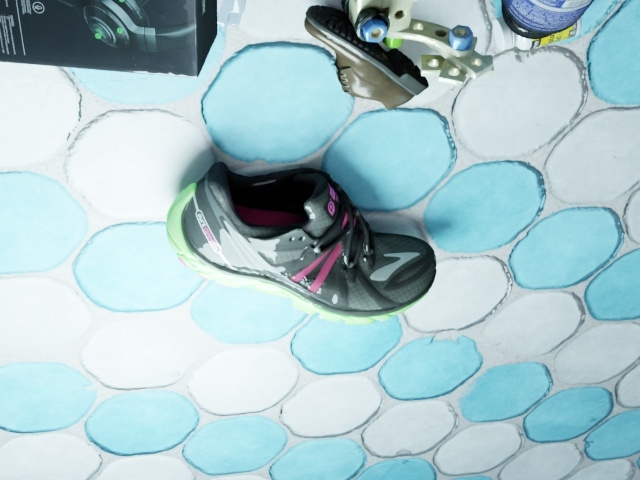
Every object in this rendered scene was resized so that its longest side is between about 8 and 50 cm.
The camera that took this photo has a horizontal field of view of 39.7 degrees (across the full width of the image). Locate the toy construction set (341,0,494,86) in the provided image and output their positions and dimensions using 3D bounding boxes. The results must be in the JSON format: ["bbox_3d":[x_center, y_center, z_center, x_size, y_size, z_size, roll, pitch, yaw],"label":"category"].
[{"bbox_3d":[0.144,-0.356,1.166,0.215,0.151,0.327,-13,128,-11],"label":"toy construction set"}]

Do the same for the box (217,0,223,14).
[{"bbox_3d":[-0.104,-0.400,1.029,0.063,0.067,0.324,12,127,-25],"label":"box"}]

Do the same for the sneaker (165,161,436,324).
[{"bbox_3d":[0.000,0.000,1.430,0.483,0.185,0.202,12,132,-27],"label":"sneaker"}]

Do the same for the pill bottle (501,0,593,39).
[{"bbox_3d":[0.303,-0.342,1.157,0.123,0.123,0.219,-15,174,-1],"label":"pill bottle"}]

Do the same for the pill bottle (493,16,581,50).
[{"bbox_3d":[0.315,-0.316,1.298,0.116,0.065,0.065,-15,135,0],"label":"pill bottle"}]

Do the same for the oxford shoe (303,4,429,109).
[{"bbox_3d":[0.051,-0.252,1.275,0.227,0.083,0.096,31,123,-35],"label":"oxford shoe"}]

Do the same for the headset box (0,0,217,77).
[{"bbox_3d":[-0.243,-0.323,0.970,0.283,0.131,0.246,5,126,3],"label":"headset box"}]

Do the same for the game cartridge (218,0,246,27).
[{"bbox_3d":[-0.225,-0.376,1.099,0.297,0.062,0.198,4,127,-19],"label":"game cartridge"}]
